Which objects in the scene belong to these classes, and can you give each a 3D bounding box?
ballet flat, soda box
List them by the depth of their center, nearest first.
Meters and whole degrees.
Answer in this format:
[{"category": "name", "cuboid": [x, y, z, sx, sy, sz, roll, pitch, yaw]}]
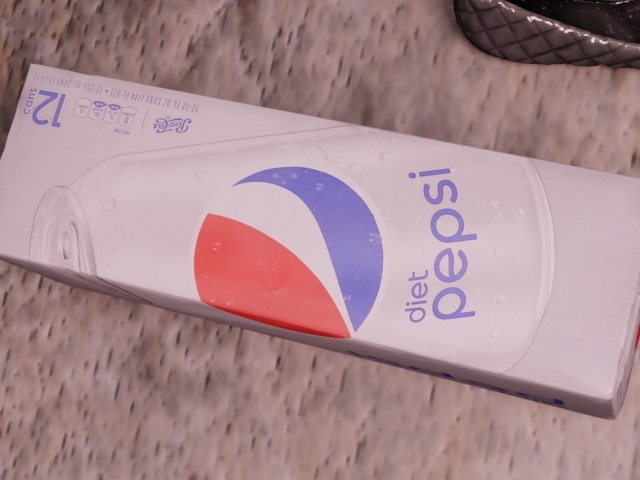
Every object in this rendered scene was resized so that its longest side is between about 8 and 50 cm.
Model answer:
[{"category": "soda box", "cuboid": [0.000, 0.000, 0.565, 0.286, 0.098, 0.091, 13, 81, 16]}, {"category": "ballet flat", "cuboid": [0.146, -0.107, 0.577, 0.173, 0.049, 0.057, -2, 78, 14]}]
